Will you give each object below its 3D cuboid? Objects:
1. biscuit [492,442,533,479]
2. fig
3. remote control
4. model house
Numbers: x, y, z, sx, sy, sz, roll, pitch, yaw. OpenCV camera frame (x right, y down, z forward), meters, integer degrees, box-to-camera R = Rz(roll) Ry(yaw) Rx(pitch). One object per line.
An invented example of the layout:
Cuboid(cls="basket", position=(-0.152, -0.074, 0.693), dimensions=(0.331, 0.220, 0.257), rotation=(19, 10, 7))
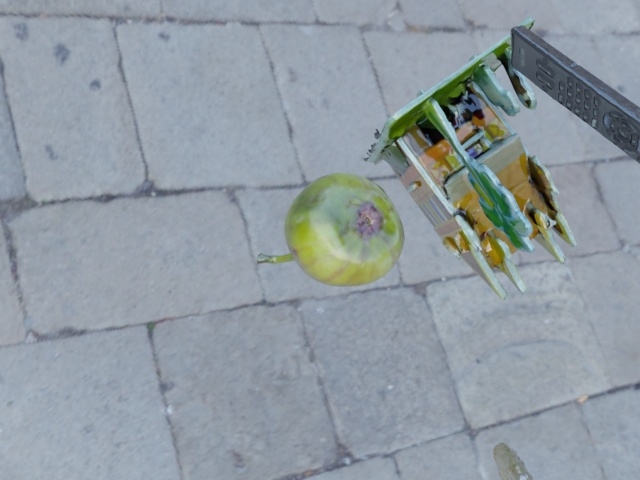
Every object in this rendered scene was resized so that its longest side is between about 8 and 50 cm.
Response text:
Cuboid(cls="biscuit", position=(0.145, 0.190, 0.564), dimensions=(0.015, 0.120, 0.120), rotation=(-25, 81, -2))
Cuboid(cls="fig", position=(-0.001, -0.014, 0.681), dimensions=(0.093, 0.166, 0.093), rotation=(-5, 101, -27))
Cuboid(cls="remote control", position=(0.268, -0.122, 0.795), dimensions=(0.025, 0.063, 0.245), rotation=(-40, 61, -5))
Cuboid(cls="model house", position=(0.252, -0.091, 1.172), dimensions=(0.242, 0.357, 0.313), rotation=(-38, 87, -5))
